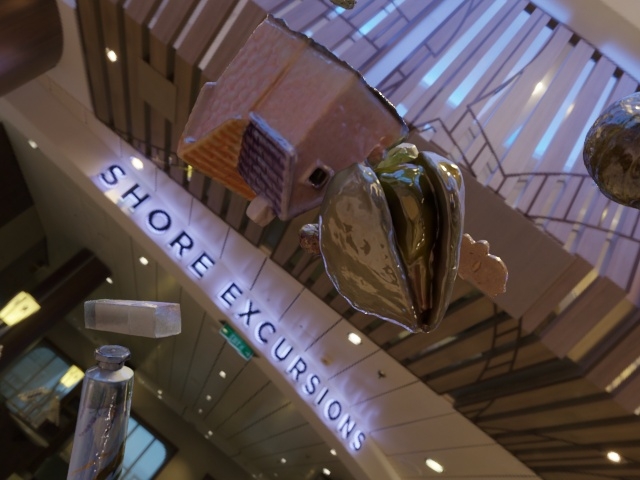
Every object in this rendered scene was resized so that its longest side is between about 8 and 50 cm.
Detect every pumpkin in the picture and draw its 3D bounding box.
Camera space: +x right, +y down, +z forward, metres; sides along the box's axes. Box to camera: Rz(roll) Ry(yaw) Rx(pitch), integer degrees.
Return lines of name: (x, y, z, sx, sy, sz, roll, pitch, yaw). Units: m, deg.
pumpkin: (0.497, -0.119, 0.707, 0.219, 0.219, 0.162, 22, -38, 28)

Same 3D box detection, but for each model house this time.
model house: (-0.039, -0.138, 0.694, 0.237, 0.237, 0.202, 46, 8, 35)

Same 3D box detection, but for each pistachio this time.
pistachio: (0.085, 0.012, 0.574, 0.288, 0.166, 0.197, 69, 5, -68)

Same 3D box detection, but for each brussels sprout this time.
brussels sprout: (0.243, -0.213, 1.519, 0.162, 0.144, 0.180, 1, -63, 33)

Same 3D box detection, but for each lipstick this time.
lipstick: (-0.432, 0.172, 1.100, 0.317, 0.066, 0.068, -4, -92, 41)

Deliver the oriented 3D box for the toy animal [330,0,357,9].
toy animal: (-0.002, -0.523, 0.893, 0.253, 0.079, 0.070, 58, -45, 16)

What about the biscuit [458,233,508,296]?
biscuit: (0.424, 0.062, 1.303, 0.184, 0.027, 0.133, 34, -53, 35)

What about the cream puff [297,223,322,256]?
cream puff: (0.000, 0.000, 1.446, 0.149, 0.149, 0.084, 16, -75, 35)

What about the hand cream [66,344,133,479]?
hand cream: (-0.287, 0.272, 0.633, 0.058, 0.271, 0.091, 13, 5, 28)
